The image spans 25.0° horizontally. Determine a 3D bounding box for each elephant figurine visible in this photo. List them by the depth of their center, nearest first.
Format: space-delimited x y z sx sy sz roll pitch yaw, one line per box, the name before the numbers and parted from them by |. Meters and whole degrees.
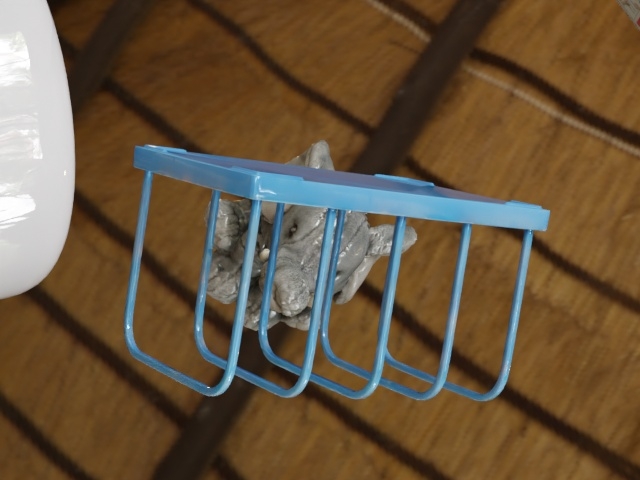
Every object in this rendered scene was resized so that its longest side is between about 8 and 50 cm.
elephant figurine | 0.000 0.000 1.305 0.239 0.169 0.186 154 -58 -64

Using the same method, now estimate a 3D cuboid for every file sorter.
file sorter | 0.003 0.018 0.710 0.118 0.170 0.104 18 -79 56

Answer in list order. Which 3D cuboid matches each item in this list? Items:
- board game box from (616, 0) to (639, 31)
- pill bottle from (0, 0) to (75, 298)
board game box | 0.411 -0.215 1.461 0.303 0.097 0.224 54 -1 6
pill bottle | -0.226 -0.030 0.475 0.146 0.264 0.146 31 -54 55
